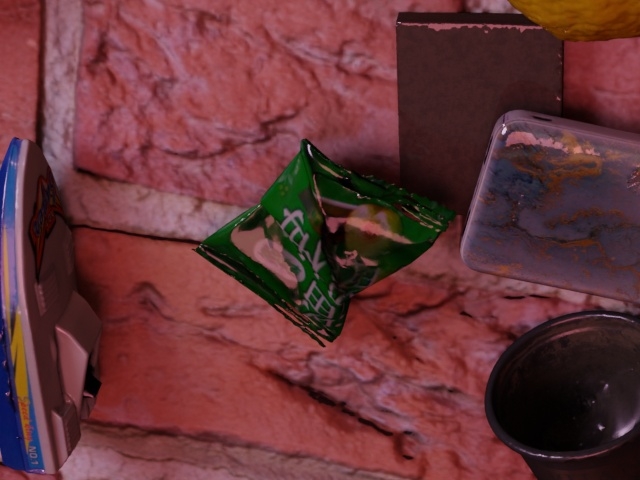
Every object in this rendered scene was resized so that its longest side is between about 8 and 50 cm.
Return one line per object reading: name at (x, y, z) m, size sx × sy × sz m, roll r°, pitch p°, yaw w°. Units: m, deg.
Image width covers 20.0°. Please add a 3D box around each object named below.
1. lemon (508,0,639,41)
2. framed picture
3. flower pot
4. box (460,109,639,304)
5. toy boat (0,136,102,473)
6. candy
lemon at (0.192, -0.238, 1.217) m, size 0.192 × 0.192 × 0.231 m, roll -1°, pitch 128°, yaw 11°
framed picture at (0.125, -0.096, 1.417) m, size 0.127 × 0.023 × 0.168 m, roll 2°, pitch 122°, yaw 10°
flower pot at (0.222, 0.147, 1.484) m, size 0.157 × 0.157 × 0.107 m, roll -11°, pitch 133°, yaw 17°
box at (0.260, -0.013, 1.417) m, size 0.285 × 0.044 × 0.142 m, roll 11°, pitch 123°, yaw -4°
toy boat at (-0.233, 0.046, 1.508) m, size 0.088 × 0.129 × 0.295 m, roll 3°, pitch 121°, yaw 9°
candy at (0.003, -0.001, 1.469) m, size 0.141 × 0.078 × 0.203 m, roll 44°, pitch 133°, yaw -4°
